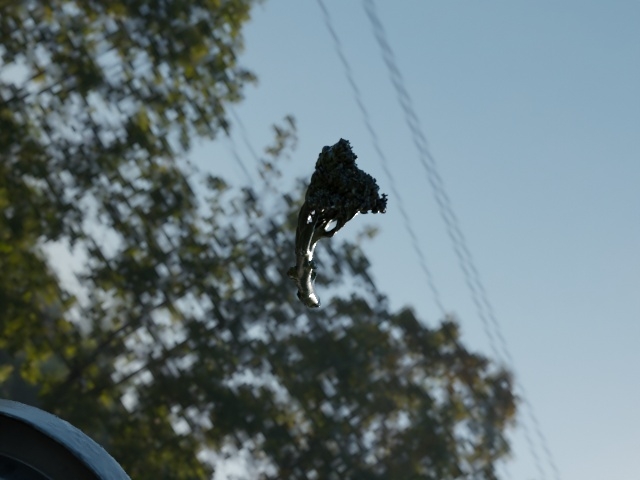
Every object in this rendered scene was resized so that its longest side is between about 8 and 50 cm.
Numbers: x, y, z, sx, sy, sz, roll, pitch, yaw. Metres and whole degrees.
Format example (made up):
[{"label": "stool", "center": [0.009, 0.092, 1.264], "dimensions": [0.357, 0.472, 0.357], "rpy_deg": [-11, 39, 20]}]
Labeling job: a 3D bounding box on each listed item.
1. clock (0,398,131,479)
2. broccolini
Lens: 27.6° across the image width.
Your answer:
[{"label": "clock", "center": [-0.264, 0.268, 0.981], "dimensions": [0.312, 0.313, 0.061], "rpy_deg": [57, 10, 3]}, {"label": "broccolini", "center": [-0.005, 0.003, 0.868], "dimensions": [0.054, 0.052, 0.194], "rpy_deg": [50, -28, 16]}]
